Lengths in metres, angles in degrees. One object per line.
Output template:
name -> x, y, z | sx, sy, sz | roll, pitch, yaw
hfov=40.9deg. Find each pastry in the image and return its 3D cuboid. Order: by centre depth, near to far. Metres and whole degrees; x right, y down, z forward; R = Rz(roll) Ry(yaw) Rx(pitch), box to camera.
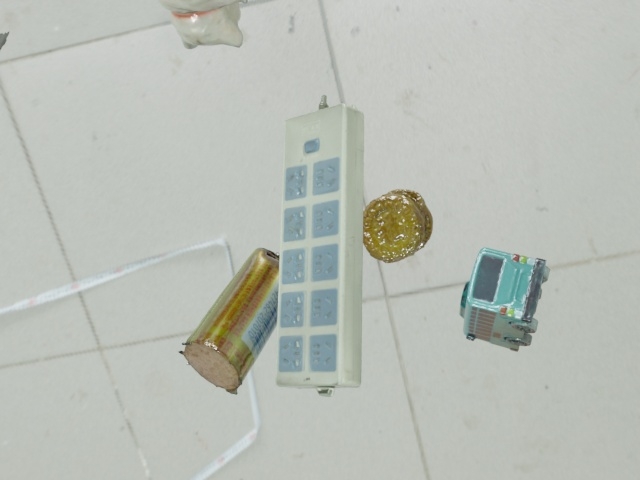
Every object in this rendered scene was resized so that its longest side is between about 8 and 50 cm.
pastry -> 0.106, -0.021, 1.216 | 0.097, 0.057, 0.109 | 36, 109, 17

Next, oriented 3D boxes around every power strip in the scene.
power strip -> 0.000, 0.000, 1.025 | 0.106, 0.043, 0.367 | -9, 74, 40

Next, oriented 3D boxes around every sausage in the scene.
sausage -> -0.130, 0.119, 1.554 | 0.125, 0.317, 0.117 | 30, 138, 2

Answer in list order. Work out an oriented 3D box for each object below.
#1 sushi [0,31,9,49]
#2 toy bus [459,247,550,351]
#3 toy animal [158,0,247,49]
sushi -> -0.323, 0.026, 0.594 | 0.069, 0.339, 0.320 | 34, 110, -7
toy bus -> 0.210, 0.071, 1.002 | 0.092, 0.160, 0.079 | 14, 73, 13
toy animal -> -0.152, -0.394, 1.354 | 0.308, 0.266, 0.188 | 7, 105, 22
